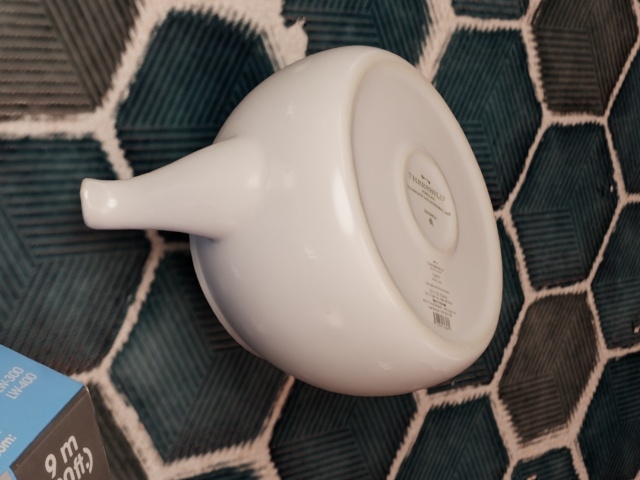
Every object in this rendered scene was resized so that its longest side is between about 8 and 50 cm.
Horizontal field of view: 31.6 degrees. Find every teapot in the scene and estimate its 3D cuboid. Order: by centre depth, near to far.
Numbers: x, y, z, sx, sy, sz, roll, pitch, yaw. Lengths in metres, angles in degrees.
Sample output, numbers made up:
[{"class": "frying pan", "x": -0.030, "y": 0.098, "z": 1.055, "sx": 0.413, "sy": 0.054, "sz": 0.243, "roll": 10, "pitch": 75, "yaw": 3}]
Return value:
[{"class": "teapot", "x": 0.000, "y": 0.000, "z": 0.787, "sx": 0.256, "sy": 0.187, "sz": 0.252, "roll": 60, "pitch": 32, "yaw": -17}]

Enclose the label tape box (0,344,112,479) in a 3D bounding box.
[{"class": "label tape box", "x": -0.215, "y": 0.192, "z": 0.614, "sx": 0.249, "sy": 0.115, "sz": 0.348, "roll": -53, "pitch": 141, "yaw": -59}]
